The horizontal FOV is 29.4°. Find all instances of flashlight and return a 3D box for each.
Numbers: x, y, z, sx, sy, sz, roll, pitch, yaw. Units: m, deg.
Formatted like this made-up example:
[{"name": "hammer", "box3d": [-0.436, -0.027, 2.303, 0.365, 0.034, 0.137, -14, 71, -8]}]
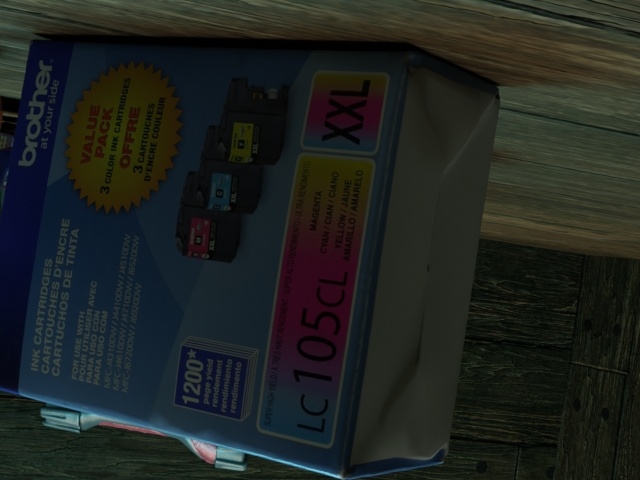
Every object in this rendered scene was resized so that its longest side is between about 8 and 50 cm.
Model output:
[{"name": "flashlight", "box3d": [-0.248, 0.262, 1.780, 0.304, 0.103, 0.103, 9, -176, 1]}]

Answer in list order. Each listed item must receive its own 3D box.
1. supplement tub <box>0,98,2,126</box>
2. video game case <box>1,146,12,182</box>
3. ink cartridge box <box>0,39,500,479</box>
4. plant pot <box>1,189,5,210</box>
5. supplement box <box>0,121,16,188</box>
[{"name": "supplement tub", "box3d": [-0.361, -0.113, 1.063, 0.117, 0.117, 0.190, 9, 178, -42]}, {"name": "video game case", "box3d": [-0.355, -0.103, 1.525, 0.210, 0.042, 0.232, -18, -172, -18]}, {"name": "ink cartridge box", "box3d": [-0.092, 0.000, 0.889, 0.395, 0.270, 0.151, 7, 177, 35]}, {"name": "plant pot", "box3d": [-0.375, -0.031, 1.908, 0.271, 0.255, 0.271, 8, 178, 0]}, {"name": "supplement box", "box3d": [-0.385, -0.106, 1.726, 0.188, 0.081, 0.104, 15, -170, 5]}]
